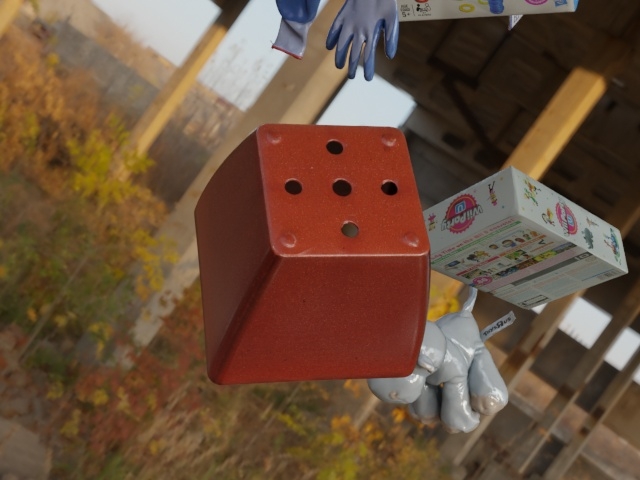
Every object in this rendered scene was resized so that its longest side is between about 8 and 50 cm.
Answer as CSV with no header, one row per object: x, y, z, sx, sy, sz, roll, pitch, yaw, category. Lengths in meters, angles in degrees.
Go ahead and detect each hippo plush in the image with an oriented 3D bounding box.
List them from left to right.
0.222,0.237,1.749,0.234,0.294,0.236,50,22,28,hippo plush

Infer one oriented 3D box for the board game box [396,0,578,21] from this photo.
0.175,-0.443,1.226,0.308,0.086,0.302,2,-42,23,board game box

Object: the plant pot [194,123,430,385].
0.000,0.000,1.130,0.267,0.267,0.236,0,-32,-15,plant pot

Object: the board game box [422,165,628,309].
0.342,0.007,1.602,0.303,0.097,0.224,23,-36,-36,board game box

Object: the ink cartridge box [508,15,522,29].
0.380,-0.562,1.510,0.071,0.330,0.324,37,-14,24,ink cartridge box

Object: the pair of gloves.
0.015,-0.280,1.091,0.198,0.159,0.023,25,19,31,pair of gloves
